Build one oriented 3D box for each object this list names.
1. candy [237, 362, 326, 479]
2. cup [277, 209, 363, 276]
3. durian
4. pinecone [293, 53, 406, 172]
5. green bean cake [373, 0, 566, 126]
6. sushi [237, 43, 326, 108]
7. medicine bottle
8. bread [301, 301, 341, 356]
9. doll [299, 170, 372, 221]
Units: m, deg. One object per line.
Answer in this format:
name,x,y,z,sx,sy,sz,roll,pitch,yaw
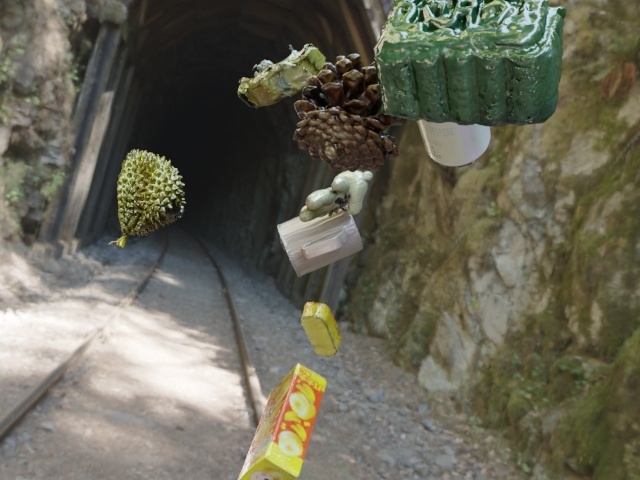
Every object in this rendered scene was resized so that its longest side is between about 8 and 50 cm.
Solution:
candy,-0.081,0.416,1.412,0.088,0.146,0.276,34,35,-9
cup,-0.007,-0.017,2.308,0.273,0.208,0.288,-22,-16,1
durian,-0.383,-0.086,1.463,0.137,0.237,0.193,13,-20,-2
pinecone,0.070,-0.292,1.436,0.264,0.264,0.264,15,0,0
green bean cake,0.266,-0.355,1.125,0.300,0.308,0.169,5,-38,20
sushi,-0.125,-0.502,1.937,0.290,0.131,0.139,-17,-32,29
medicine bottle,0.391,-0.405,1.958,0.213,0.214,0.379,15,-22,26
bread,0.005,0.313,2.309,0.102,0.094,0.246,-3,-47,22
doll,0.050,-0.132,2.133,0.278,0.149,0.175,-28,12,-35
